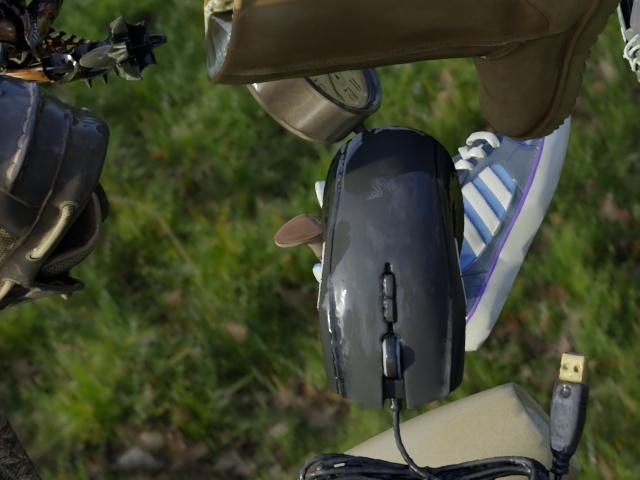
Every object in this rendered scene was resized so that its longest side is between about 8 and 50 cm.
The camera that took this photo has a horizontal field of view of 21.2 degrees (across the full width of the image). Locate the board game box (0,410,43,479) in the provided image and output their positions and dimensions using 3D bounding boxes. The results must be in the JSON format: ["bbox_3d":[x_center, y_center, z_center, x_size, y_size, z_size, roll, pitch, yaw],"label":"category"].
[{"bbox_3d":[-0.392,0.258,1.473,0.291,0.232,0.141,-41,56,-18],"label":"board game box"}]

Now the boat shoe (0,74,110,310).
[{"bbox_3d":[-0.211,0.000,1.132,0.355,0.130,0.132,130,153,-68],"label":"boat shoe"}]

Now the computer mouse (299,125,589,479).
[{"bbox_3d":[0.083,0.054,1.096,0.184,0.060,0.262,4,83,8],"label":"computer mouse"}]

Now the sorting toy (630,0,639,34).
[{"bbox_3d":[0.373,-0.270,1.402,0.255,0.257,0.089,22,20,38],"label":"sorting toy"}]

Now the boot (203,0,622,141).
[{"bbox_3d":[0.051,-0.138,1.167,0.269,0.236,0.089,-9,59,-16],"label":"boot"}]

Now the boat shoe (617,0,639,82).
[{"bbox_3d":[0.416,-0.252,2.183,0.099,0.319,0.116,-4,-12,-26],"label":"boat shoe"}]

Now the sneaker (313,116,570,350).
[{"bbox_3d":[0.120,-0.055,1.893,0.130,0.236,0.323,-177,109,-81],"label":"sneaker"}]

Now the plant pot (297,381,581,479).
[{"bbox_3d":[0.154,0.296,1.956,0.274,0.256,0.256,-39,36,10],"label":"plant pot"}]

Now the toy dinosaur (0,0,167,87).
[{"bbox_3d":[-0.258,-0.194,1.434,0.218,0.164,0.322,-15,14,13],"label":"toy dinosaur"}]

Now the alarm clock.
[{"bbox_3d":[-0.001,-0.126,1.422,0.064,0.192,0.129,-44,-3,28],"label":"alarm clock"}]

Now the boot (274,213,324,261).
[{"bbox_3d":[0.000,0.000,2.180,0.118,0.087,0.042,-23,55,-10],"label":"boot"}]
